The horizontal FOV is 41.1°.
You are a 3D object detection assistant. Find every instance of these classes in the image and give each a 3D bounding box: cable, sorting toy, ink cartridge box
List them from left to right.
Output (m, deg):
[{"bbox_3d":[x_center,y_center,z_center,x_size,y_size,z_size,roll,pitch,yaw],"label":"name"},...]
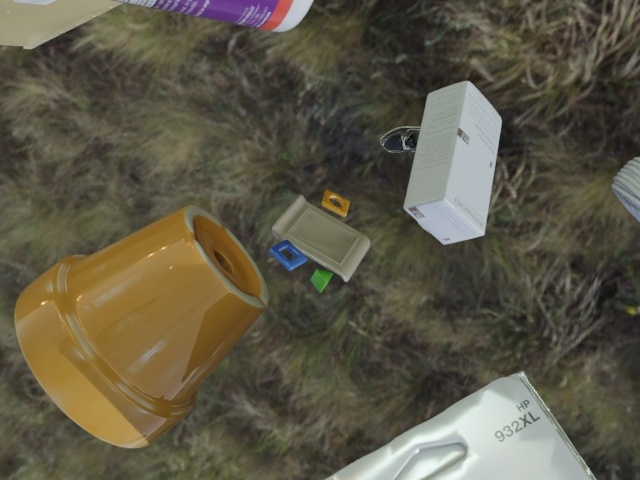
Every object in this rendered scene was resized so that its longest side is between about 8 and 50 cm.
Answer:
[{"bbox_3d":[0.000,0.000,1.854,0.196,0.348,0.047,34,124,2],"label":"sorting toy"},{"bbox_3d":[0.104,0.269,0.784,0.129,0.223,0.307,57,168,25],"label":"ink cartridge box"},{"bbox_3d":[0.597,-0.034,1.412,0.257,0.257,0.089,45,99,-1],"label":"cable"}]

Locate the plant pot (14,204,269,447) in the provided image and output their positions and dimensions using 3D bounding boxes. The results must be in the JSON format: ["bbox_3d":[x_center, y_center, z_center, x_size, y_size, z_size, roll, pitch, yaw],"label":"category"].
[{"bbox_3d":[-0.162,0.070,0.858,0.188,0.205,0.205,-38,108,13],"label":"plant pot"}]

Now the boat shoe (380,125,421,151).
[{"bbox_3d":[0.167,-0.179,1.528,0.125,0.038,0.046,-4,112,13],"label":"boat shoe"}]

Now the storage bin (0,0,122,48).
[{"bbox_3d":[-0.416,-0.348,1.098,0.260,0.262,0.123,-14,90,33],"label":"storage bin"}]

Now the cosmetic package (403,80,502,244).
[{"bbox_3d":[0.213,-0.123,1.347,0.085,0.231,0.117,-14,142,40],"label":"cosmetic package"}]

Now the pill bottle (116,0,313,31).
[{"bbox_3d":[-0.164,-0.354,0.977,0.323,0.182,0.181,6,149,-23],"label":"pill bottle"}]
